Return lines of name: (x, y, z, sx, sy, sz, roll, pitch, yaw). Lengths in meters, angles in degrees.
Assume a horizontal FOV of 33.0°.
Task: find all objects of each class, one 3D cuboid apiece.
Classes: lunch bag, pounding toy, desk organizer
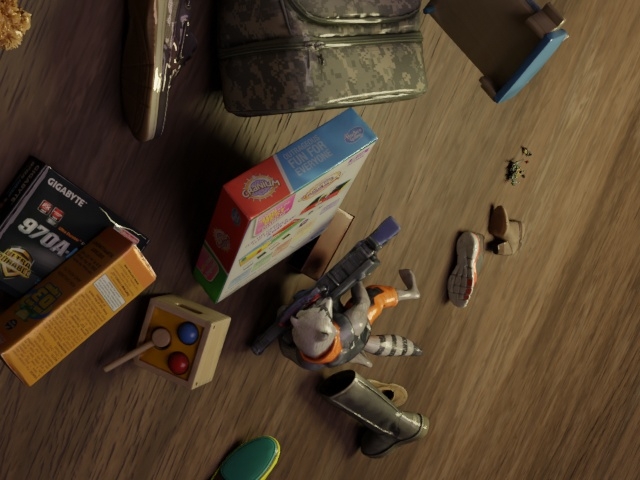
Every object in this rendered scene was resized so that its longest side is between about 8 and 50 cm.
lunch bag: (-0.003, -0.321, 1.594, 0.305, 0.212, 0.256, -12, 98, -40)
pounding toy: (-0.236, 0.159, 1.664, 0.100, 0.141, 0.130, -11, 120, -70)
desk organizer: (0.000, 0.000, 1.850, 0.050, 0.047, 0.130, 30, 88, -43)

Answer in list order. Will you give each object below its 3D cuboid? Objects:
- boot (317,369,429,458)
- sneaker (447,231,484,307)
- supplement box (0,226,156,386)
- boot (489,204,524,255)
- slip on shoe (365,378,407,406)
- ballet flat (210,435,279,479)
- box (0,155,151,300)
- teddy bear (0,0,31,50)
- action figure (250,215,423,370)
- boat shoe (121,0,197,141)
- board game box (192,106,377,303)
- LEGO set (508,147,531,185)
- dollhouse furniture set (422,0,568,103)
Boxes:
boot: (0.076, 0.329, 2.040, 0.208, 0.076, 0.189, 27, 135, -29)
sneaker: (0.299, 0.058, 2.138, 0.065, 0.061, 0.158, -8, 116, -46)
supplement box: (-0.345, 0.089, 1.489, 0.233, 0.078, 0.080, -44, 133, -16)
boot: (0.382, -0.024, 2.189, 0.087, 0.042, 0.118, -20, 123, -41)
slip on shoe: (0.130, 0.303, 2.112, 0.135, 0.041, 0.051, 28, 90, -45)
ballet flat: (-0.159, 0.439, 1.908, 0.231, 0.077, 0.077, -45, 154, -13)
box: (-0.370, 0.011, 1.521, 0.175, 0.051, 0.220, -55, 135, -6)
teddy bear: (-0.419, -0.378, 1.253, 0.245, 0.113, 0.338, 12, 101, -42)
action figure: (0.069, 0.124, 1.826, 0.341, 0.178, 0.330, -45, 159, 25)
boat shoe: (-0.215, -0.277, 1.490, 0.092, 0.103, 0.285, -6, 107, -35)
board game box: (-0.060, -0.046, 1.632, 0.242, 0.064, 0.316, -34, 168, -26)
LEGO set: (0.393, -0.146, 2.154, 0.083, 0.023, 0.054, -53, 138, -28)
dollhouse furniture set: (0.283, -0.403, 1.570, 0.198, 0.286, 0.303, -27, 161, -42)
